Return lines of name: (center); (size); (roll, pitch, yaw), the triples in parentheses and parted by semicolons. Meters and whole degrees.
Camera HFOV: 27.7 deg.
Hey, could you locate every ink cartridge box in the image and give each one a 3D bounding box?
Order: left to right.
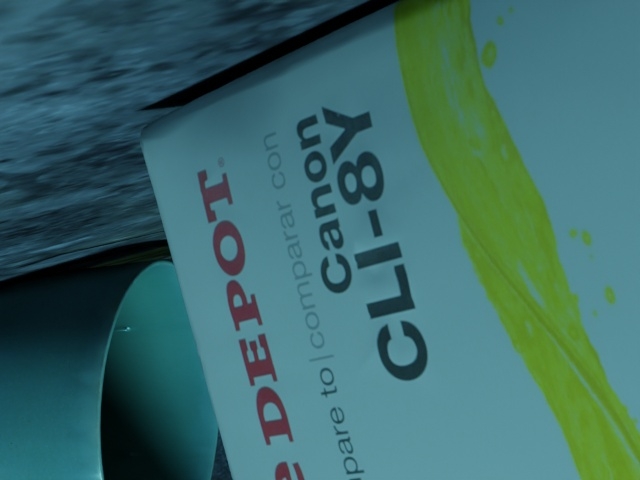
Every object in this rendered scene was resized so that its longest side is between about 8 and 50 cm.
ink cartridge box: (0.141, 0.035, 0.417); (0.160, 0.279, 0.384); (-13, 177, -45)

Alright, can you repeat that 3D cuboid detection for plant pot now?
plant pot: (-0.260, 0.165, 1.281); (0.235, 0.293, 0.293); (-1, -178, 16)
